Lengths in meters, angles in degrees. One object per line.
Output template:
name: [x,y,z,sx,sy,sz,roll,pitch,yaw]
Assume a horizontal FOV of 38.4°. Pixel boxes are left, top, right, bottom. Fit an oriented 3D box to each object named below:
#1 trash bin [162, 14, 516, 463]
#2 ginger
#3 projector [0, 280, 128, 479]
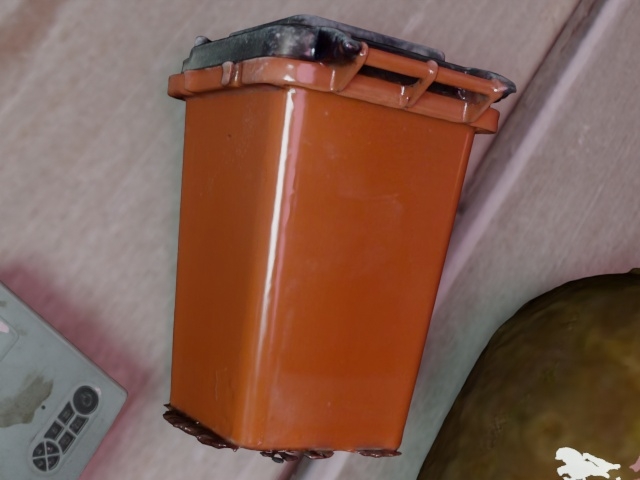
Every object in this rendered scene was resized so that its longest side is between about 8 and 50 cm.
trash bin: [0.000,0.000,0.533,0.161,0.184,0.238,8,89,-31]
ginger: [0.188,0.132,0.623,0.270,0.200,0.222,-3,91,-32]
projector: [-0.186,0.103,0.460,0.115,0.061,0.147,48,50,-22]
